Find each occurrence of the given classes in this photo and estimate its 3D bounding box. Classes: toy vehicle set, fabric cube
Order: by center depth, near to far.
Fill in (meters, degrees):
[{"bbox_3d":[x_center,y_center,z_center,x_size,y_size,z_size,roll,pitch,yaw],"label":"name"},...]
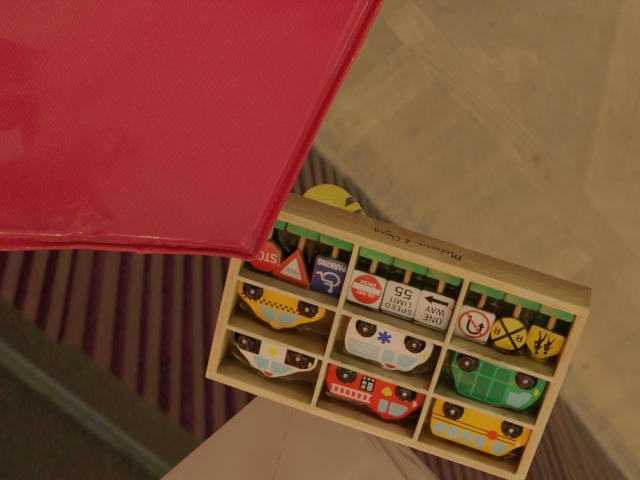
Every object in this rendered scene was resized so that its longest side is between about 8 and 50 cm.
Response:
[{"bbox_3d":[-0.141,-0.166,0.682,0.259,0.258,0.254,4,123,-44],"label":"fabric cube"},{"bbox_3d":[0.054,0.072,0.940,0.267,0.035,0.166,17,118,8],"label":"toy vehicle set"}]

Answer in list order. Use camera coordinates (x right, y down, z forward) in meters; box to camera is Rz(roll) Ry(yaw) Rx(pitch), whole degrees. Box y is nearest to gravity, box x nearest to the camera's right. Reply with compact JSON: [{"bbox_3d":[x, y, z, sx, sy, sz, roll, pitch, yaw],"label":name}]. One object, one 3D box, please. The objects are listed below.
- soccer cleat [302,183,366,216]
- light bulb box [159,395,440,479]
[{"bbox_3d":[0.001,0.000,1.436,0.093,0.289,0.121,-18,122,14],"label":"soccer cleat"},{"bbox_3d":[-0.008,0.368,1.209,0.358,0.225,0.361,-41,132,1],"label":"light bulb box"}]
